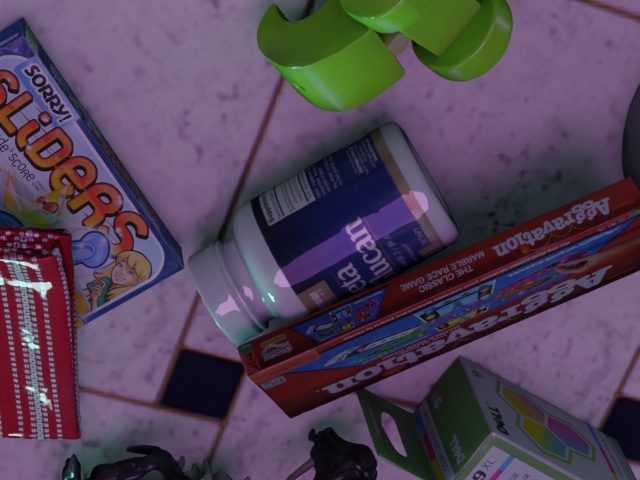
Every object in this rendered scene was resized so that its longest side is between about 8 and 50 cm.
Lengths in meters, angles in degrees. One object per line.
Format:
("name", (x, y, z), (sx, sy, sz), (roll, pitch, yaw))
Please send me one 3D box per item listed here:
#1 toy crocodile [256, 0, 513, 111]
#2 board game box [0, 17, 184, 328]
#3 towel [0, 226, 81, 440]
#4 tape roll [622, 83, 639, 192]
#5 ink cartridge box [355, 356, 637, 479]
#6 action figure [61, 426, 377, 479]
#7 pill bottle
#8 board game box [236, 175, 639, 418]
("toy crocodile", (0.100, -0.212, 1.170), (0.340, 0.105, 0.115), (-49, 141, 14))
("board game box", (-0.199, -0.030, 1.245), (0.136, 0.035, 0.201), (-30, 117, 7))
("towel", (-0.300, 0.067, 1.242), (0.275, 0.031, 0.199), (1, 133, -3))
("tape roll", (0.324, -0.061, 1.292), (0.219, 0.072, 0.219), (-3, 117, -6))
("ink cartridge box", (0.132, 0.151, 1.347), (0.209, 0.109, 0.062), (29, 108, -20))
("action figure", (-0.091, 0.218, 1.330), (0.276, 0.141, 0.164), (-9, 129, -6))
("pill bottle", (0.000, 0.000, 1.258), (0.169, 0.094, 0.094), (-30, 117, 7))
("board game box", (0.090, 0.044, 1.283), (0.281, 0.027, 0.145), (-24, 162, 3))
